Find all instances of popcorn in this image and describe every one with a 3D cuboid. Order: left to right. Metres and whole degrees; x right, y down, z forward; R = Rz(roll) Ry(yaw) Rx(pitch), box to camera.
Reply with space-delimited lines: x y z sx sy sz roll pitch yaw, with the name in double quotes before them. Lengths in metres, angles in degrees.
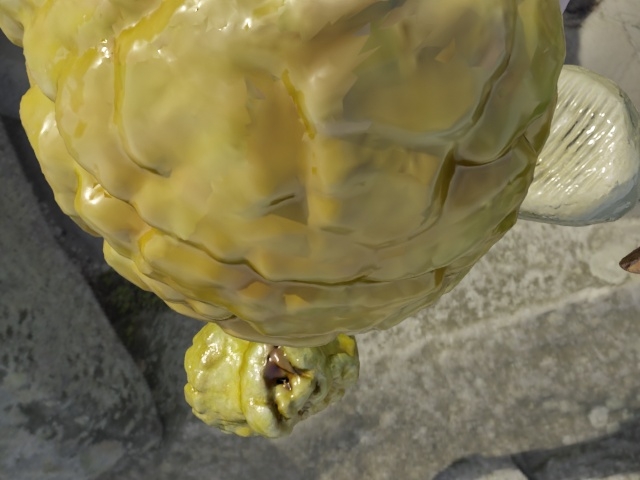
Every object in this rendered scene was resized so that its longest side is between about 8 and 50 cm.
"popcorn" -0.061 0.174 1.105 0.226 0.203 0.200 15 114 -22
"popcorn" -0.021 -0.108 0.573 0.344 0.354 0.390 -16 102 -19

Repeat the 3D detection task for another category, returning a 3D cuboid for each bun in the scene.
"bun" 0.494 -0.192 1.760 0.362 0.234 0.326 21 104 33

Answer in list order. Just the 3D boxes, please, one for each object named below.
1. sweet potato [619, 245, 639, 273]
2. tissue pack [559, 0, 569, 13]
"sweet potato" 0.737 0.019 1.768 0.252 0.097 0.097 -25 114 38
"tissue pack" 0.477 -0.560 1.880 0.092 0.148 0.246 33 81 -32
